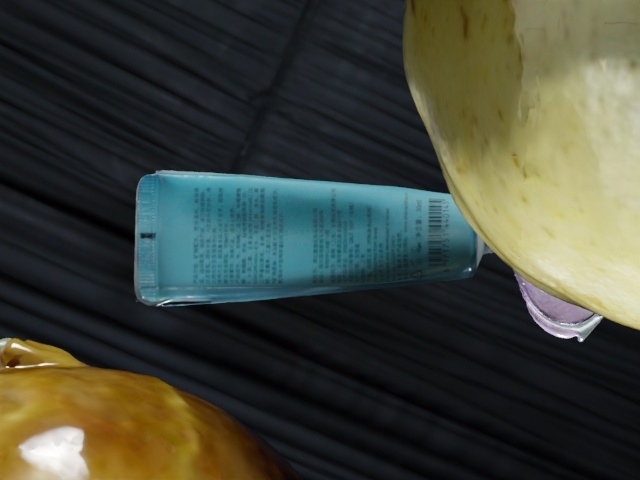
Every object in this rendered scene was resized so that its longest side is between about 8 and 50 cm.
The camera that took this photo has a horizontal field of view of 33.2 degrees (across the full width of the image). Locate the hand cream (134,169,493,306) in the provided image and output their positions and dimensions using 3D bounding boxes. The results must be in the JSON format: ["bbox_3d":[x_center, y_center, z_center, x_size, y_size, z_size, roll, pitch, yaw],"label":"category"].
[{"bbox_3d":[0.000,0.000,0.651,0.048,0.224,0.083,95,-4,-87],"label":"hand cream"}]

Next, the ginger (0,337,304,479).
[{"bbox_3d":[-0.037,0.203,0.465,0.176,0.254,0.418,-45,142,-18],"label":"ginger"}]

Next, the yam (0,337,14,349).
[{"bbox_3d":[-0.236,0.210,0.835,0.061,0.061,0.274,-124,-157,-81],"label":"yam"}]

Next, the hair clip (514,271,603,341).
[{"bbox_3d":[0.227,-0.058,1.203,0.096,0.358,0.110,-33,173,29],"label":"hair clip"}]

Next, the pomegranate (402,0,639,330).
[{"bbox_3d":[0.196,-0.085,0.404,0.332,0.333,0.332,-62,-172,15],"label":"pomegranate"}]
